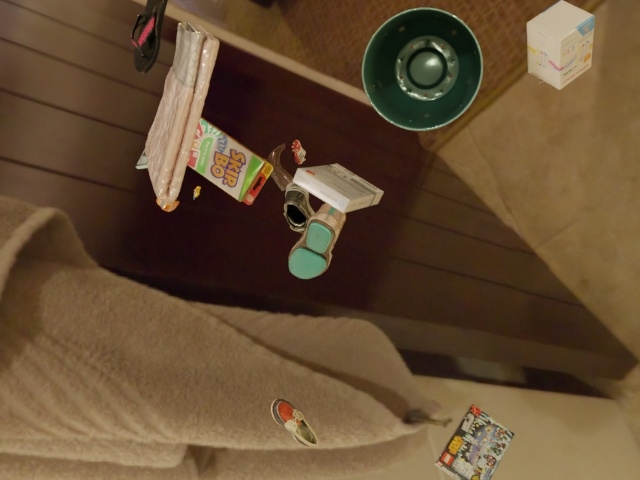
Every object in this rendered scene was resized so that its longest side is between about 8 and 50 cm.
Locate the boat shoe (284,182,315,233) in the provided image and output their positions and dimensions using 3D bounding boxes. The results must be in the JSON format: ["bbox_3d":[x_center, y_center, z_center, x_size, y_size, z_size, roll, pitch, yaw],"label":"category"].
[{"bbox_3d":[-0.059,-0.063,1.660,0.078,0.219,0.070,6,63,12],"label":"boat shoe"}]

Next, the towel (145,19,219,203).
[{"bbox_3d":[-0.285,-0.268,1.273,0.332,0.053,0.317,-127,53,-62],"label":"towel"}]

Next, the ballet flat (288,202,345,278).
[{"bbox_3d":[0.000,0.000,1.645,0.106,0.107,0.316,-60,2,-30],"label":"ballet flat"}]

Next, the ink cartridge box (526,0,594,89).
[{"bbox_3d":[0.479,-0.383,1.284,0.092,0.143,0.090,-36,51,-8],"label":"ink cartridge box"}]

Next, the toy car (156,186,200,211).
[{"bbox_3d":[-0.385,-0.116,1.731,0.122,0.060,0.040,-30,36,20],"label":"toy car"}]

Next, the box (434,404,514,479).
[{"bbox_3d":[0.283,0.381,1.174,0.094,0.137,0.027,33,145,15],"label":"box"}]

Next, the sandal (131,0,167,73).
[{"bbox_3d":[-0.333,-0.410,1.226,0.067,0.040,0.179,17,97,35],"label":"sandal"}]

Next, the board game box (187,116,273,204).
[{"bbox_3d":[-0.258,-0.211,1.667,0.124,0.259,0.039,-57,-5,11],"label":"board game box"}]

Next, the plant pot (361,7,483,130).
[{"bbox_3d":[0.271,-0.445,1.674,0.293,0.293,0.235,-61,-4,20],"label":"plant pot"}]

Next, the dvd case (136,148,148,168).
[{"bbox_3d":[-0.447,-0.247,1.753,0.087,0.013,0.119,-3,54,29],"label":"dvd case"}]

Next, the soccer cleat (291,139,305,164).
[{"bbox_3d":[-0.058,-0.251,1.801,0.029,0.035,0.083,36,148,33],"label":"soccer cleat"}]

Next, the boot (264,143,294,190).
[{"bbox_3d":[-0.106,-0.211,1.867,0.106,0.037,0.114,-40,92,28],"label":"boot"}]

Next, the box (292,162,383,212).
[{"bbox_3d":[0.045,-0.123,1.472,0.145,0.186,0.038,33,112,19],"label":"box"}]

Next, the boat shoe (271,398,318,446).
[{"bbox_3d":[-0.053,0.383,1.346,0.043,0.137,0.049,-1,39,51],"label":"boat shoe"}]
